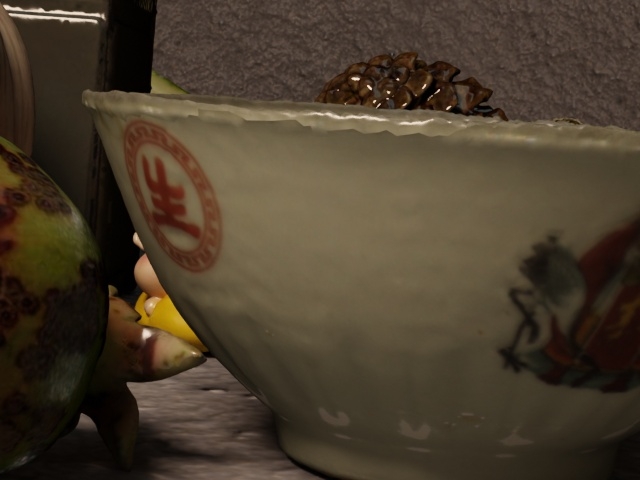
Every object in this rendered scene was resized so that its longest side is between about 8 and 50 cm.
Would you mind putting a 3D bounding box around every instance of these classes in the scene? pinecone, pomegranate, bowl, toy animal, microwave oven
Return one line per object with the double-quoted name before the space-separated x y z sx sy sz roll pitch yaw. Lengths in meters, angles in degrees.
"pinecone" 0.082 -0.068 1.455 0.184 0.179 0.204 25 -8 44
"pomegranate" -0.139 0.036 0.641 0.148 0.148 0.169 10 -28 43
"bowl" 0.059 0.020 0.724 0.337 0.158 0.337 5 5 0
"toy animal" -0.057 0.022 0.963 0.114 0.082 0.091 5 8 4
"microwave oven" -0.212 -0.081 1.077 0.188 0.248 0.178 5 3 0

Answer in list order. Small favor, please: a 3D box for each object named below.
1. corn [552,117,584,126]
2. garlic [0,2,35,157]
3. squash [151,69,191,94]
"corn" 0.202 -0.011 1.224 0.123 0.122 0.305 41 -13 -29
"garlic" -0.218 -0.017 0.854 0.253 0.245 0.245 40 9 1
"squash" -0.208 -0.113 1.526 0.308 0.210 0.233 1 19 15
